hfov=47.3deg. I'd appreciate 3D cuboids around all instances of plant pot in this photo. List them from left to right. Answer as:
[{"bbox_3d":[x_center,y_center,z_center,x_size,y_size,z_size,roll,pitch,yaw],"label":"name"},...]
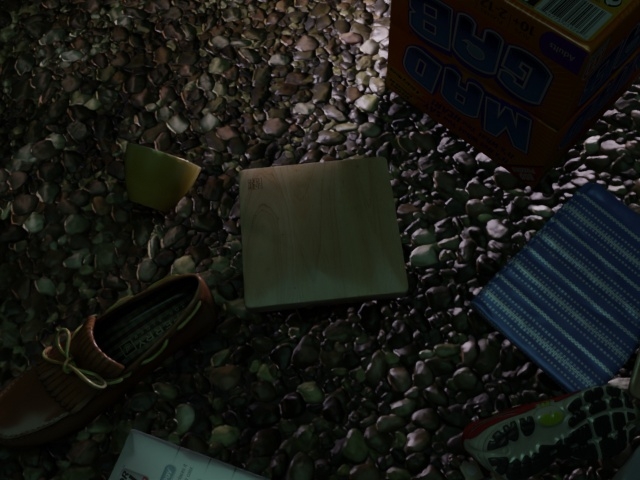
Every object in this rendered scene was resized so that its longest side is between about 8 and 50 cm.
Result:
[{"bbox_3d":[-0.289,-0.104,1.286,0.134,0.134,0.095,18,88,12],"label":"plant pot"}]

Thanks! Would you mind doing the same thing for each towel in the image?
[{"bbox_3d":[0.439,0.075,1.204,0.336,0.040,0.243,-41,70,-16],"label":"towel"}]

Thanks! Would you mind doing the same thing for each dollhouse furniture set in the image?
[{"bbox_3d":[0.188,0.356,1.042,0.114,0.091,0.081,-22,48,-5],"label":"dollhouse furniture set"}]

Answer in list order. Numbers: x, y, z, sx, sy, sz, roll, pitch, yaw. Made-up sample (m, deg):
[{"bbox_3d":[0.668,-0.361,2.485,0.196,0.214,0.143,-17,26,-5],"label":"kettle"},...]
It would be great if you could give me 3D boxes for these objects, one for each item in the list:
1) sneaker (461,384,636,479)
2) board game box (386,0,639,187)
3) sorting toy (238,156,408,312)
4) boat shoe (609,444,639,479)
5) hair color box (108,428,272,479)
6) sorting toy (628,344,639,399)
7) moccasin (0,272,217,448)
[{"bbox_3d":[0.331,0.266,1.065,0.279,0.118,0.107,-5,89,-21],"label":"sneaker"},{"bbox_3d":[0.368,-0.391,1.268,0.356,0.356,0.356,39,70,21],"label":"board game box"},{"bbox_3d":[0.000,0.000,1.227,0.256,0.089,0.257,-6,61,-1],"label":"sorting toy"},{"bbox_3d":[0.427,0.388,0.982,0.367,0.156,0.136,-21,54,-41],"label":"boat shoe"},{"bbox_3d":[-0.121,0.417,0.998,0.375,0.113,0.185,17,64,10],"label":"hair color box"},{"bbox_3d":[0.594,0.184,1.123,0.208,0.038,0.193,21,75,8],"label":"sorting toy"},{"bbox_3d":[-0.330,0.177,1.114,0.380,0.147,0.139,-28,64,-12],"label":"moccasin"}]
